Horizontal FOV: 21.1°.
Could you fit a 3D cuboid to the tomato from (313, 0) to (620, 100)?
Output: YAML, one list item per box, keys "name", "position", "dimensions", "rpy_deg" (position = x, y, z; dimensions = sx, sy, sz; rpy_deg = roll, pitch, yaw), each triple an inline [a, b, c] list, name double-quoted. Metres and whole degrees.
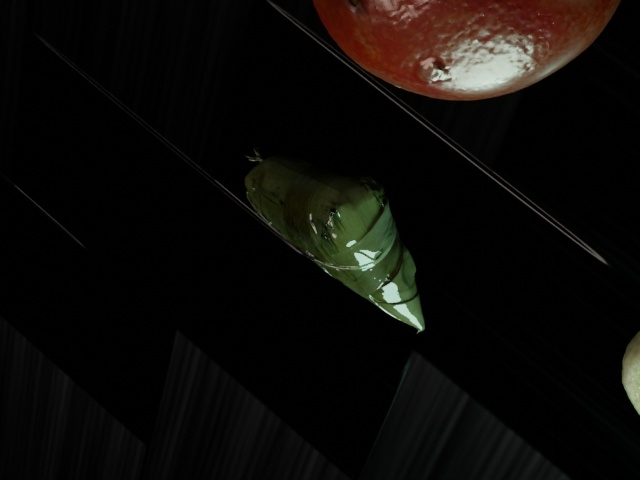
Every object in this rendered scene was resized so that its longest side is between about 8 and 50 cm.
- name: "tomato"
  position: [0.083, -0.155, 0.883]
  dimensions: [0.167, 0.167, 0.167]
  rpy_deg: [29, 140, 28]

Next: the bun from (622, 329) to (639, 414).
- name: "bun"
  position: [0.234, 0.083, 0.995]
  dimensions: [0.115, 0.069, 0.115]
  rpy_deg: [28, 139, 27]

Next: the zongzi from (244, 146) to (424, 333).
- name: "zongzi"
  position: [0.000, 0.000, 1.204]
  dimensions: [0.154, 0.062, 0.130]
  rpy_deg: [18, 147, 47]
